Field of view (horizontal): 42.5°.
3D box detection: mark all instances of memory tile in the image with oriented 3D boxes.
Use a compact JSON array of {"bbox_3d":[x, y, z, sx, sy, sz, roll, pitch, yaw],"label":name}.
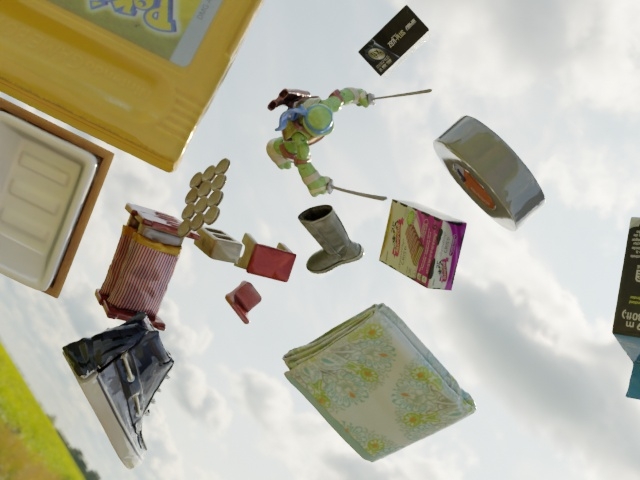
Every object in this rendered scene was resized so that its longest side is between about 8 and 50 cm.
[{"bbox_3d":[-0.211,-0.077,1.496,0.113,0.148,0.012,-23,-44,37],"label":"memory tile"}]

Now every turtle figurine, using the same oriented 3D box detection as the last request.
[{"bbox_3d":[0.021,-0.176,1.485,0.266,0.275,0.198,-163,-107,-70],"label":"turtle figurine"}]

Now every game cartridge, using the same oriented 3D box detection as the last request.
[{"bbox_3d":[-0.208,-0.268,0.853,0.285,0.324,0.053,26,-22,-7],"label":"game cartridge"}]

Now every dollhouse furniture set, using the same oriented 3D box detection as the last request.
[{"bbox_3d":[-0.231,0.075,1.630,0.152,0.374,0.201,30,-78,59],"label":"dollhouse furniture set"}]

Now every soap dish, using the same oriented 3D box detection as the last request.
[{"bbox_3d":[-0.506,-0.076,1.455,0.229,0.291,0.118,26,14,1],"label":"soap dish"}]

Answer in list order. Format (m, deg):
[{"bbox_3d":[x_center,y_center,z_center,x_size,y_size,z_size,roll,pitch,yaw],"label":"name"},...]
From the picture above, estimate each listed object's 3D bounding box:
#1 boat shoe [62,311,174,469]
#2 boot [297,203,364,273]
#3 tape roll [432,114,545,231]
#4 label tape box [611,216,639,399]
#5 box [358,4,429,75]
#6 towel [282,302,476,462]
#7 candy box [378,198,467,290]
[{"bbox_3d":[-0.319,0.268,1.442,0.127,0.158,0.340,48,-22,35],"label":"boat shoe"},{"bbox_3d":[-0.001,-0.002,2.182,0.208,0.189,0.076,41,34,-48],"label":"boot"},{"bbox_3d":[0.300,-0.120,1.475,0.219,0.072,0.219,49,0,0],"label":"tape roll"},{"bbox_3d":[0.684,0.136,1.519,0.249,0.115,0.347,5,-100,49],"label":"label tape box"},{"bbox_3d":[0.171,-0.447,1.869,0.077,0.147,0.180,47,14,-1],"label":"box"},{"bbox_3d":[0.132,0.345,1.953,0.320,0.090,0.374,-33,-71,30],"label":"towel"},{"bbox_3d":[0.229,0.005,1.883,0.233,0.071,0.159,-149,-112,-63],"label":"candy box"}]
